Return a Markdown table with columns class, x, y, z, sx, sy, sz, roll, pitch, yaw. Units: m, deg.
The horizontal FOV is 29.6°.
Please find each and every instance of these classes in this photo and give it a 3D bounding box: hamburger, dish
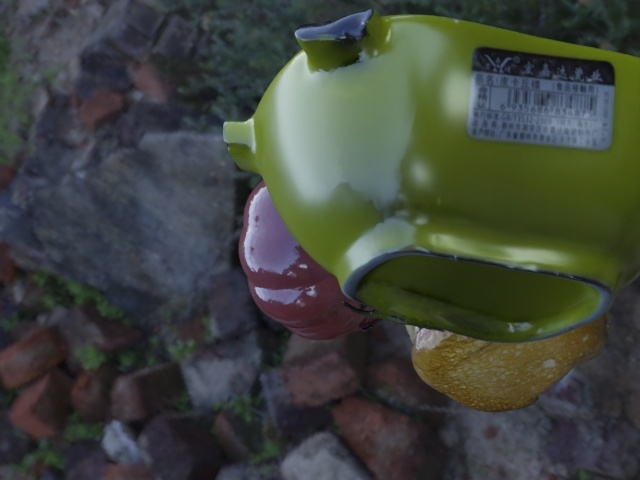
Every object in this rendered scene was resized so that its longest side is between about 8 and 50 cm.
| class | x | y | z | sx | sy | sz | roll | pitch | yaw |
| --- | --- | --- | --- | --- | --- | --- | --- | --- | --- |
| hamburger | 0.275 | 0.113 | 1.742 | 0.290 | 0.314 | 0.170 | -35 | 44 | 24 |
| dish | 0.082 | -0.015 | 0.666 | 0.221 | 0.263 | 0.108 | 139 | 140 | -57 |

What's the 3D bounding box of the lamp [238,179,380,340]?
| class | x | y | z | sx | sy | sz | roll | pitch | yaw |
| --- | --- | --- | --- | --- | --- | --- | --- | --- | --- |
| lamp | 0.000 | 0.000 | 1.103 | 0.140 | 0.182 | 0.182 | 6 | 64 | 38 |
